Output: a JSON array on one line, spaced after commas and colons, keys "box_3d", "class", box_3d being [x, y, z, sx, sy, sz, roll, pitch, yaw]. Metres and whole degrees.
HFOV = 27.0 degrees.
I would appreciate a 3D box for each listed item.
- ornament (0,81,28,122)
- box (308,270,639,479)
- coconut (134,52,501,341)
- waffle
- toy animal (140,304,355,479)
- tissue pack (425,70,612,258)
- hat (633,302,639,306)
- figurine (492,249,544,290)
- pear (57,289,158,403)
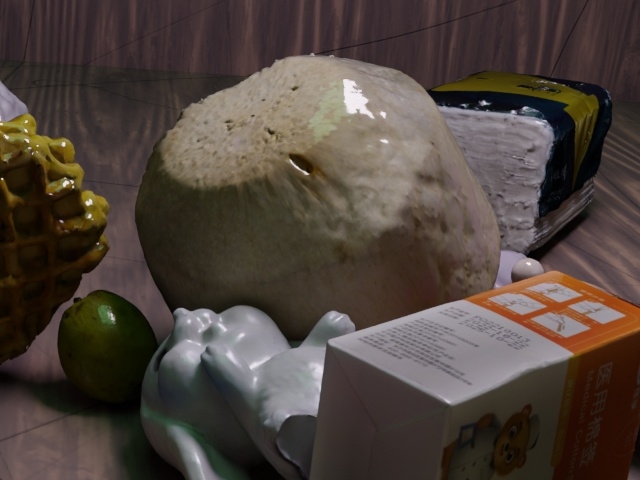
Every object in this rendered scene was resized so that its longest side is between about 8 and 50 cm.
[{"box_3d": [-0.520, -0.085, 1.639, 0.337, 0.337, 0.337, 5, 17, -2], "class": "ornament"}, {"box_3d": [0.156, 0.176, 1.225, 0.143, 0.225, 0.341, 24, 25, 38], "class": "box"}, {"box_3d": [0.000, 0.000, 1.525, 0.415, 0.415, 0.345, 3, 45, -9], "class": "coconut"}, {"box_3d": [-0.396, 0.010, 1.445, 0.261, 0.324, 0.151, 39, 9, -32], "class": "waffle"}, {"box_3d": [-0.038, 0.163, 1.305, 0.249, 0.174, 0.289, -15, 26, -22], "class": "toy animal"}, {"box_3d": [0.310, -0.138, 2.236, 0.264, 0.253, 0.416, 13, 17, 23], "class": "tissue pack"}, {"box_3d": [0.377, 0.134, 1.503, 0.089, 0.205, 0.205, -33, 12, 12], "class": "hat"}, {"box_3d": [0.232, 0.115, 1.561, 0.133, 0.200, 0.276, -19, 42, -7], "class": "figurine"}, {"box_3d": [-0.235, 0.118, 1.465, 0.131, 0.107, 0.107, 52, 31, 9], "class": "pear"}]
